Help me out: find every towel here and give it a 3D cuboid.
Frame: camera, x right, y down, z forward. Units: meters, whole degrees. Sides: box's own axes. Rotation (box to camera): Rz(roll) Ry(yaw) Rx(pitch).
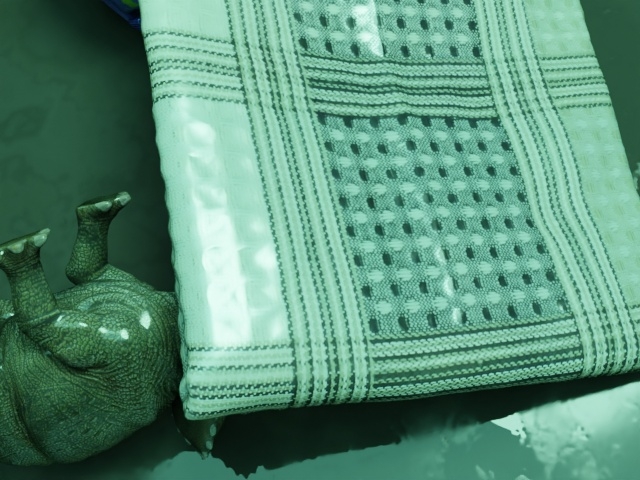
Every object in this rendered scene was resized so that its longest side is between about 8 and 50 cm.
[{"bbox_3d":[0.055,-0.072,0.507,0.312,0.056,0.324,-2,68,-20],"label":"towel"}]

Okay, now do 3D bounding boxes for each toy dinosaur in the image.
[{"bbox_3d":[-0.156,0.071,0.495,0.314,0.121,0.160,-17,103,12],"label":"toy dinosaur"}]

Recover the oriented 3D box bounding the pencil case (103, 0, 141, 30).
[{"bbox_3d":[-0.045,-0.270,0.612,0.306,0.119,0.133,-42,113,-11],"label":"pencil case"}]
